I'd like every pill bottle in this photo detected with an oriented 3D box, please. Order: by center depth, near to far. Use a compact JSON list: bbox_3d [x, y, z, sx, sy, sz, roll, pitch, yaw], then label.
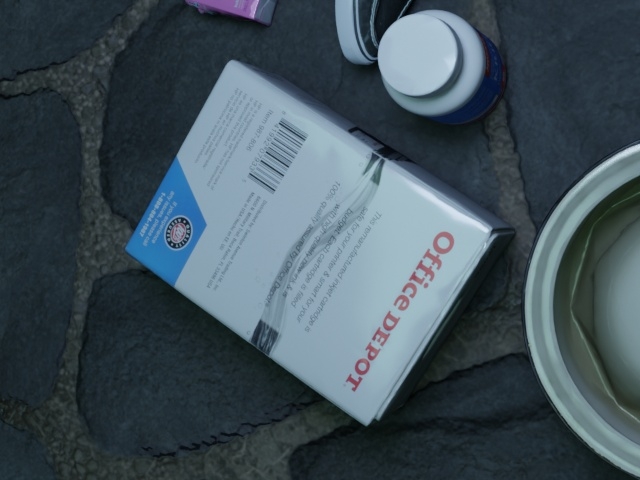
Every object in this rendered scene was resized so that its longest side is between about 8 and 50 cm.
[{"bbox_3d":[0.142,-0.205,1.339,0.124,0.221,0.124,1,92,19],"label":"pill bottle"}]

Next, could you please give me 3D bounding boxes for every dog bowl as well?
[{"bbox_3d":[0.442,0.076,1.283,0.408,0.150,0.408,0,91,19],"label":"dog bowl"}]

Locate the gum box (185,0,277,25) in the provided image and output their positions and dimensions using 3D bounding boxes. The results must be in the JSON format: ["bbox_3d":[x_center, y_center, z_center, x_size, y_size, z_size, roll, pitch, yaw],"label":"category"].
[{"bbox_3d":[-0.100,-0.383,1.502,0.107,0.062,0.188,20,98,18],"label":"gum box"}]

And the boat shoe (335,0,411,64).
[{"bbox_3d":[0.106,-0.366,1.406,0.105,0.113,0.306,15,87,33],"label":"boat shoe"}]

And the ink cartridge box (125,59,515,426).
[{"bbox_3d":[0.000,0.000,1.424,0.395,0.166,0.285,35,103,16],"label":"ink cartridge box"}]
